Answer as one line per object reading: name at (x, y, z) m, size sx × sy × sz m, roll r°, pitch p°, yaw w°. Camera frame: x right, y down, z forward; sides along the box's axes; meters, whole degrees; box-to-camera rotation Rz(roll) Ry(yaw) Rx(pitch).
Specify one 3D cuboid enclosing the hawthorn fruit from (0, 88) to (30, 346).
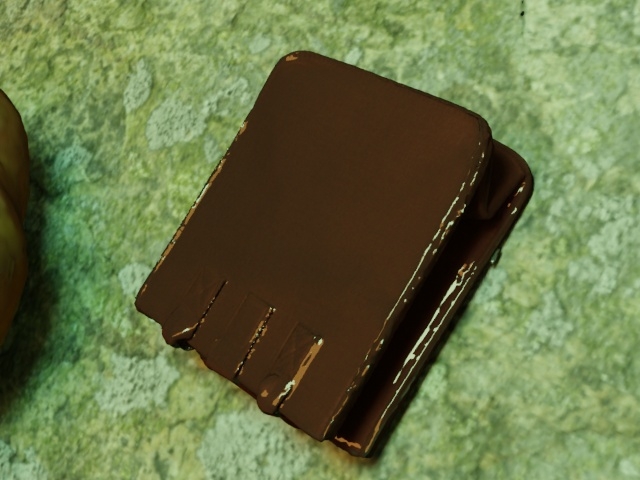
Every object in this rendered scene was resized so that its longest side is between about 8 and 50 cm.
hawthorn fruit at (-0.487, 0.009, 1.078) m, size 0.471 × 0.472 × 0.472 m, roll -16°, pitch 59°, yaw 29°

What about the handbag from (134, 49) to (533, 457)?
handbag at (0.001, 0.000, 0.935) m, size 0.260 × 0.084 × 0.275 m, roll 26°, pitch 85°, yaw 40°
